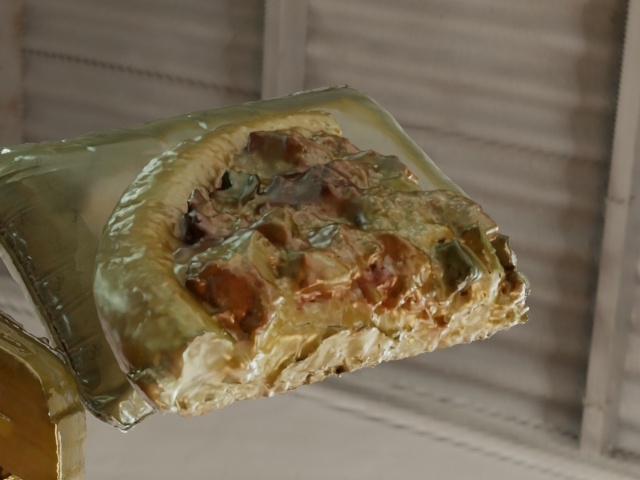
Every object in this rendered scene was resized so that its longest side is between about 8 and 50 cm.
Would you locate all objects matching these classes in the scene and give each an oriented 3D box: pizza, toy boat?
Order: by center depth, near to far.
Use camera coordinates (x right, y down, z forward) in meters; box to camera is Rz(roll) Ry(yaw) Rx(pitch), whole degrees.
[{"bbox_3d":[-0.195,0.043,0.641,0.226,0.068,0.088,31,-83,6],"label":"toy boat"},{"bbox_3d":[0.000,0.000,0.715,0.197,0.292,0.058,13,-63,11],"label":"pizza"}]

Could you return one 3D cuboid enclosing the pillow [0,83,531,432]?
[{"bbox_3d":[-0.041,-0.003,0.857,0.185,0.302,0.075,53,-42,26],"label":"pillow"}]
